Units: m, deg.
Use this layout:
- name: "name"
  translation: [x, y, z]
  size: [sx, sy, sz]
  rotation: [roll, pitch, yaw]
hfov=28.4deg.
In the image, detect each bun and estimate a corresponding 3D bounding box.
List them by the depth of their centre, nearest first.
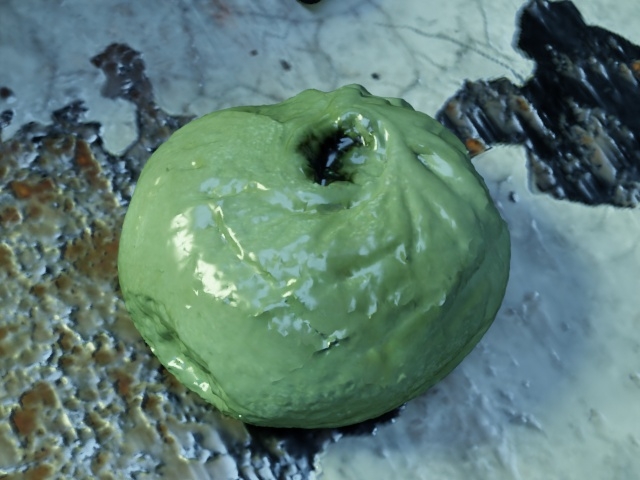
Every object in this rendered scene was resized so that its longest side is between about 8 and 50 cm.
- name: "bun"
  translation: [-0.003, 0.001, 0.699]
  size: [0.221, 0.108, 0.221]
  rotation: [5, 63, -9]

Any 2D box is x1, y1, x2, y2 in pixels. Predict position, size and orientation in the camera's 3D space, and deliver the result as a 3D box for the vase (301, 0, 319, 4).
- name: "vase"
  translation: [0.043, -0.224, 0.855]
  size: [0.167, 0.059, 0.059]
  rotation: [-37, 75, -25]
